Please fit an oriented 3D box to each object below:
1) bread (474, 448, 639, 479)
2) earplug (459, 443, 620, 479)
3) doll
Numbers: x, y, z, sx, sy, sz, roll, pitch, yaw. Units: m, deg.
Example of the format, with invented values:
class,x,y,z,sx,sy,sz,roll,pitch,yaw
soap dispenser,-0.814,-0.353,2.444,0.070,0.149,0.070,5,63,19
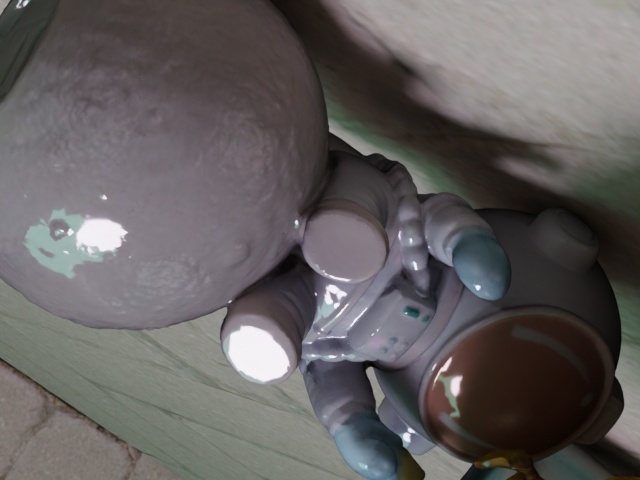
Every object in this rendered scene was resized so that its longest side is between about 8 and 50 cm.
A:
class,x,y,z,sx,sy,sz,roll,pitch,yaw
bread,0.188,0.201,0.642,0.398,0.215,0.398,5,169,1
earplug,0.222,0.246,1.073,0.324,0.185,0.185,25,167,-6
doll,0.000,0.000,0.712,0.287,0.151,0.151,29,168,-22
